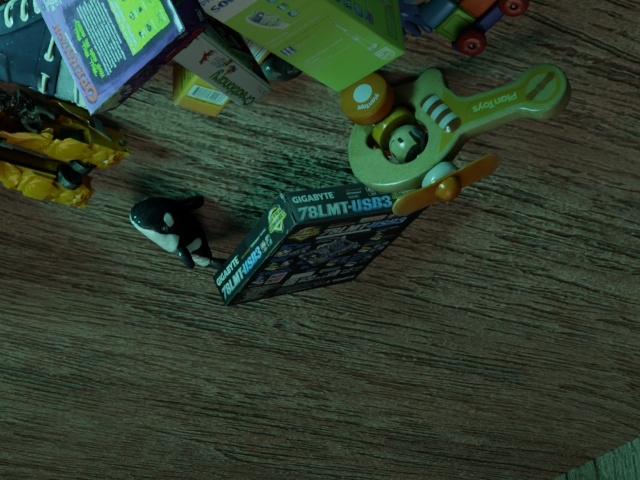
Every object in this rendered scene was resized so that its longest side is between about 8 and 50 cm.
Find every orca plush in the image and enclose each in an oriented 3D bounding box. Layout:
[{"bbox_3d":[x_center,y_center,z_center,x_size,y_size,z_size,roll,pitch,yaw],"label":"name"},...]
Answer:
[{"bbox_3d":[-0.222,-0.023,2.392,0.102,0.151,0.287,-45,139,3],"label":"orca plush"}]

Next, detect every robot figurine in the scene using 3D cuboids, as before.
[{"bbox_3d":[-0.453,-0.146,2.117,0.291,0.085,0.211,19,129,-38],"label":"robot figurine"}]

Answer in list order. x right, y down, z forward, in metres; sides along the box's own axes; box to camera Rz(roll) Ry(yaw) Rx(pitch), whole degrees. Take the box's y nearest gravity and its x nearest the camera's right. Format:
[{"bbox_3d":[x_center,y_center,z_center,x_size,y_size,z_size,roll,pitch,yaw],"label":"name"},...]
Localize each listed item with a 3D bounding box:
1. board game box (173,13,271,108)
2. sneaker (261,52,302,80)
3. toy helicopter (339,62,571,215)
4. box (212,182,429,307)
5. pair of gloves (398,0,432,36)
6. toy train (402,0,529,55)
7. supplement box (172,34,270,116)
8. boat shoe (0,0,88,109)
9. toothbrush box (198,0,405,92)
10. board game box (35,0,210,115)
[{"bbox_3d":[-0.173,-0.291,1.743,0.053,0.193,0.305,-33,162,10],"label":"board game box"},{"bbox_3d":[0.004,-0.276,1.966,0.170,0.051,0.089,-17,171,-24],"label":"sneaker"},{"bbox_3d":[0.208,-0.166,2.085,0.355,0.235,0.140,-18,148,20],"label":"toy helicopter"},{"bbox_3d":[0.000,0.000,2.423,0.295,0.073,0.293,-10,155,-35],"label":"box"},{"bbox_3d":[0.074,-0.319,2.004,0.198,0.023,0.159,-24,148,30],"label":"pair of gloves"},{"bbox_3d":[0.224,-0.374,1.874,0.143,0.105,0.248,27,132,-24],"label":"toy train"},{"bbox_3d":[-0.130,-0.275,1.984,0.080,0.078,0.233,16,143,-29],"label":"supplement box"},{"bbox_3d":[-0.354,-0.314,1.832,0.158,0.127,0.340,13,138,-2],"label":"boat shoe"},{"bbox_3d":[-0.034,-0.346,1.746,0.122,0.206,0.283,-27,146,31],"label":"toothbrush box"},{"bbox_3d":[-0.270,-0.342,1.576,0.208,0.347,0.056,-31,173,40],"label":"board game box"}]
